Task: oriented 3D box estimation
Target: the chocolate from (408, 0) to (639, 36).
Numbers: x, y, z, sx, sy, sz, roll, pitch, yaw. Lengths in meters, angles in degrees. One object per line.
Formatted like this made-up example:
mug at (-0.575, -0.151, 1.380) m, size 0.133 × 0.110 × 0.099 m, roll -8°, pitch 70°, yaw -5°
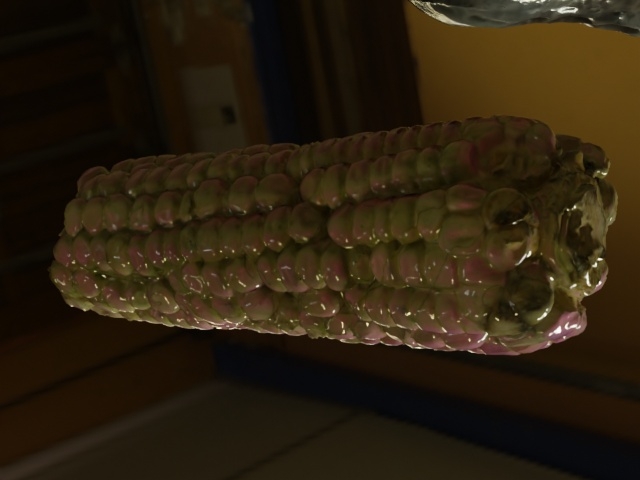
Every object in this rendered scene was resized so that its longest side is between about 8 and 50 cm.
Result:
chocolate at (0.137, -0.169, 0.843) m, size 0.248 × 0.110 × 0.110 m, roll -1°, pitch -169°, yaw -22°

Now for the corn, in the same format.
corn at (-0.001, 0.002, 0.810) m, size 0.335 × 0.126 × 0.126 m, roll -2°, pitch -163°, yaw 35°
